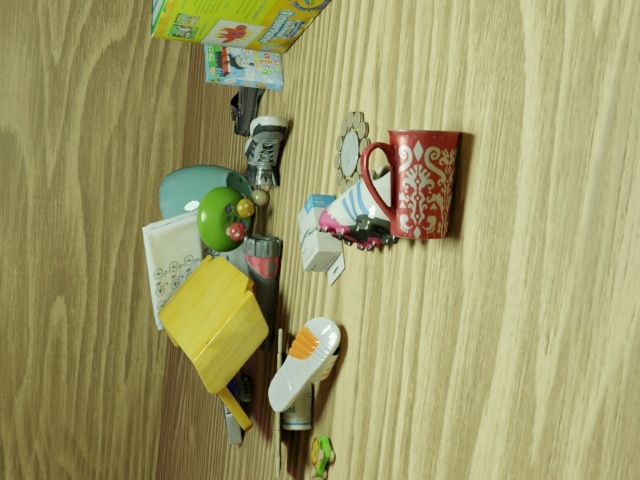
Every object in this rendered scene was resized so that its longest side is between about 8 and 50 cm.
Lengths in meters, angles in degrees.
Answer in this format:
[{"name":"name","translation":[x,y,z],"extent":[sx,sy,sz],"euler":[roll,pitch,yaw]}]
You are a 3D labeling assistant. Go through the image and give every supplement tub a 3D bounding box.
[{"name":"supplement tub","translation":[-0.055,0.381,1.876],"extent":[0.071,0.071,0.107],"euler":[159,112,-69]}]

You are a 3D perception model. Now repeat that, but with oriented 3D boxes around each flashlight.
[{"name":"flashlight","translation":[-0.169,0.139,2.198],"extent":[0.103,0.103,0.304],"euler":[-81,-3,-78]}]

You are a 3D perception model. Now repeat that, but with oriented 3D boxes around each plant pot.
[{"name":"plant pot","translation":[-0.318,-0.115,2.470],"extent":[0.195,0.290,0.290],"euler":[-24,58,28]}]

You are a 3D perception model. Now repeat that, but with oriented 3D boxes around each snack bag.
[{"name":"snack bag","translation":[-0.335,0.059,2.305],"extent":[0.037,0.343,0.323],"euler":[28,129,43]}]

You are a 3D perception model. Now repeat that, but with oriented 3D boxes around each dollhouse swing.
[{"name":"dollhouse swing","translation":[-0.233,0.275,2.179],"extent":[0.315,0.305,0.347],"euler":[-50,29,-6]}]

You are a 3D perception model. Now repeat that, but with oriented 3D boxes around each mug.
[{"name":"mug","translation":[0.142,-0.092,1.291],"extent":[0.113,0.150,0.169],"euler":[-35,-53,-77]}]

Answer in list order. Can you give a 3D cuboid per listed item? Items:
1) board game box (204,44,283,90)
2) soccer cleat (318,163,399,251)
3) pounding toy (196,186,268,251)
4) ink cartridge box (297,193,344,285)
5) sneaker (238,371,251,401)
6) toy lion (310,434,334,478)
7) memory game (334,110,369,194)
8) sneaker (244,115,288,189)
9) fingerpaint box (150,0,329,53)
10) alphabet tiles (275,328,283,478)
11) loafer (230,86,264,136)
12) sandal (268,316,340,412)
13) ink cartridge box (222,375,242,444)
[{"name":"board game box","translation":[-0.214,-0.501,2.255],"extent":[0.039,0.212,0.160],"euler":[128,141,-57]},{"name":"soccer cleat","translation":[0.095,-0.063,1.497],"extent":[0.143,0.116,0.331],"euler":[-67,16,-9]},{"name":"pounding toy","translation":[-0.216,-0.058,2.239],"extent":[0.110,0.237,0.182],"euler":[3,96,44]},{"name":"ink cartridge box","translation":[0.000,0.000,1.793],"extent":[0.104,0.060,0.180],"euler":[125,144,-55]},{"name":"sneaker","translation":[-0.222,0.425,2.394],"extent":[0.098,0.038,0.069],"euler":[-125,42,-60]},{"name":"toy lion","translation":[-0.001,0.464,1.775],"extent":[0.096,0.034,0.100],"euler":[-98,21,-50]},{"name":"memory game","translation":[0.065,-0.182,1.710],"extent":[0.186,0.012,0.186],"euler":[-176,90,-71]},{"name":"sneaker","translation":[-0.145,-0.229,2.196],"extent":[0.268,0.101,0.153],"euler":[131,138,-69]},{"name":"fingerpaint box","translation":[-0.198,-0.625,1.989],"extent":[0.445,0.371,0.163],"euler":[160,111,-70]},{"name":"alphabet tiles","translation":[-0.097,0.385,1.958],"extent":[0.285,0.011,0.342],"euler":[104,167,-82]},{"name":"loafer","translation":[-0.236,-0.441,2.485],"extent":[0.302,0.095,0.109],"euler":[117,150,-49]},{"name":"sandal","translation":[-0.025,0.270,1.769],"extent":[0.265,0.076,0.102],"euler":[-55,48,27]},{"name":"ink cartridge box","translation":[-0.277,0.466,2.461],"extent":[0.223,0.045,0.224],"euler":[-107,14,-45]}]
